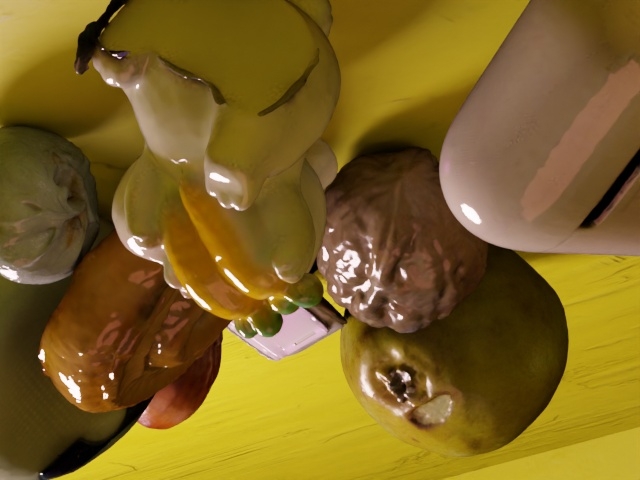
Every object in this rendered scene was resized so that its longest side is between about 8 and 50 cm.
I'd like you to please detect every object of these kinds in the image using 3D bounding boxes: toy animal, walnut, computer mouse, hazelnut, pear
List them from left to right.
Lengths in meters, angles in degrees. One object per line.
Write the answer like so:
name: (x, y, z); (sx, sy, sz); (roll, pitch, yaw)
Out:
hazelnut: (-0.195, 0.119, 1.814); (0.182, 0.182, 0.182); (-8, 162, -3)
toy animal: (-0.070, -0.064, 1.223); (0.182, 0.247, 0.310); (6, 148, 8)
computer mouse: (-0.045, 0.079, 1.831); (0.126, 0.056, 0.245); (35, 160, -6)
walnut: (0.080, -0.006, 1.560); (0.178, 0.178, 0.230); (-8, 152, -3)
pear: (0.154, 0.120, 1.846); (0.269, 0.269, 0.321); (-22, 176, 36)

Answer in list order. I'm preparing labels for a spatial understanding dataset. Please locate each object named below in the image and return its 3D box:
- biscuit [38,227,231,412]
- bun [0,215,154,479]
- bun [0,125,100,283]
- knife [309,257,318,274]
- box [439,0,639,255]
biscuit: (-0.132, 0.042, 1.476); (0.296, 0.102, 0.296); (-46, 166, -15)
bun: (-0.298, 0.095, 1.627); (0.187, 0.293, 0.293); (24, -176, 37)
bun: (-0.238, -0.033, 1.361); (0.083, 0.141, 0.141); (-11, 163, 28)
knife: (0.000, 0.000, 1.766); (0.060, 0.028, 0.230); (14, 152, -23)
box: (0.283, -0.105, 1.293); (0.349, 0.141, 0.289); (3, 137, -33)
